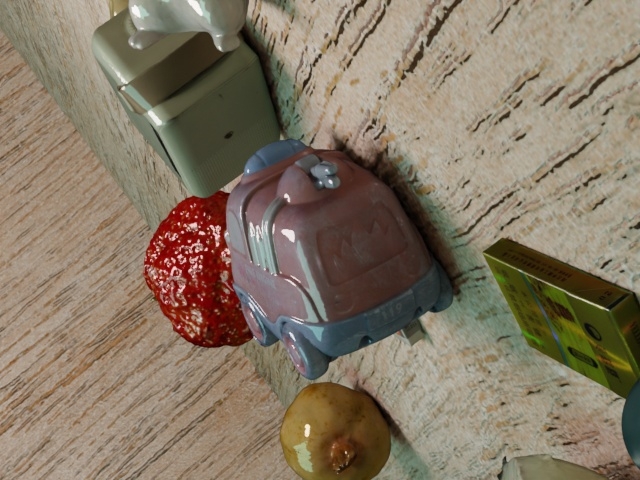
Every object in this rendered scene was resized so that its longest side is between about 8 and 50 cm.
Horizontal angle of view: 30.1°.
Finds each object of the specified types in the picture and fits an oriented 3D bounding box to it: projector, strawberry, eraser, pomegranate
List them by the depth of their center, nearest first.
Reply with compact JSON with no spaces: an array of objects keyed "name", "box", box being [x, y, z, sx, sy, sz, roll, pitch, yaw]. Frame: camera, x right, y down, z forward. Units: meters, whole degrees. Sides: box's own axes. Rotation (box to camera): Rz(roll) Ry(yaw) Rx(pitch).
[{"name":"projector","box":[-0.166,-0.194,1.490,0.177,0.163,0.242,48,170,23]},{"name":"eraser","box":[0.093,0.082,1.572,0.052,0.029,0.122,33,156,58]},{"name":"strawberry","box":[-0.165,0.036,1.973,0.257,0.257,0.277,50,150,18]},{"name":"pomegranate","box":[0.027,0.354,2.169,0.207,0.207,0.207,50,167,16]}]

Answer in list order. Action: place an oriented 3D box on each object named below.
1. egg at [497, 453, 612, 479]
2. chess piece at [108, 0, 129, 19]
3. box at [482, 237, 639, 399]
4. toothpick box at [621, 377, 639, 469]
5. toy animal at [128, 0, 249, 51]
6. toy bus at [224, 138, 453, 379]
[{"name":"egg","box":[0.291,0.377,1.227,0.337,0.201,0.337,-5,-90,-88]},{"name":"chess piece","box":[-0.276,-0.340,1.716,0.200,0.090,0.090,66,166,-5]},{"name":"box","box":[0.229,0.073,1.065,0.121,0.030,0.193,60,167,-25]},{"name":"toothpick box","box":[0.277,0.123,0.822,0.120,0.120,0.184,52,170,9]},{"name":"toy animal","box":[-0.167,-0.316,1.207,0.141,0.138,0.282,9,148,27]},{"name":"toy bus","box":[0.000,0.000,1.367,0.294,0.197,0.231,29,143,63]}]
